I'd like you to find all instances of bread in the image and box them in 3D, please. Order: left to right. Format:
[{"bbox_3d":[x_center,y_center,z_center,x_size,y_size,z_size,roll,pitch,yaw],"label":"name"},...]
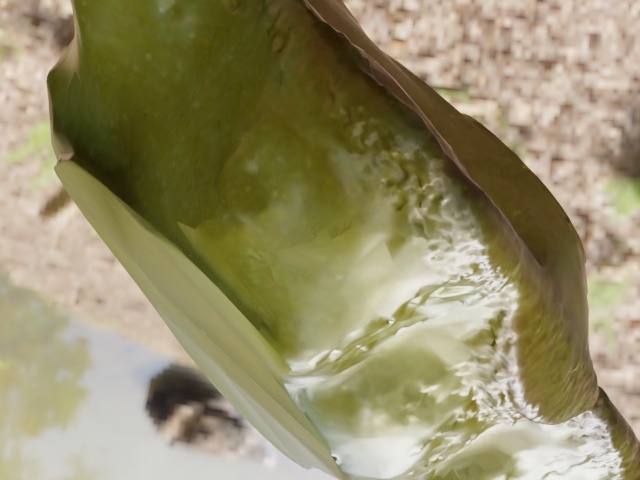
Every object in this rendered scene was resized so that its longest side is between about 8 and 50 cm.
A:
[{"bbox_3d":[0.000,0.000,0.499,0.161,0.088,0.233,37,168,29],"label":"bread"}]
